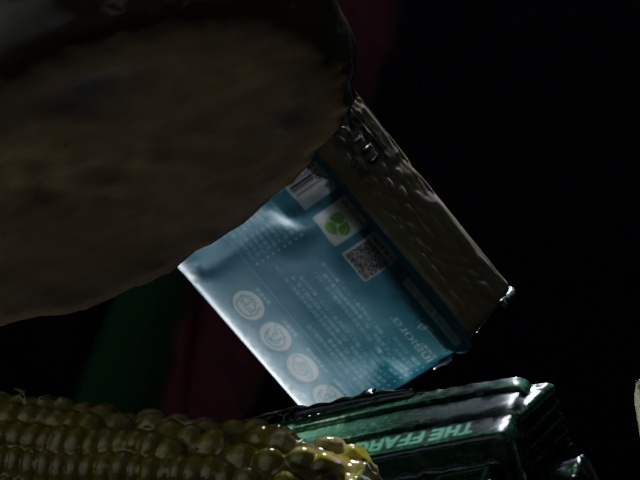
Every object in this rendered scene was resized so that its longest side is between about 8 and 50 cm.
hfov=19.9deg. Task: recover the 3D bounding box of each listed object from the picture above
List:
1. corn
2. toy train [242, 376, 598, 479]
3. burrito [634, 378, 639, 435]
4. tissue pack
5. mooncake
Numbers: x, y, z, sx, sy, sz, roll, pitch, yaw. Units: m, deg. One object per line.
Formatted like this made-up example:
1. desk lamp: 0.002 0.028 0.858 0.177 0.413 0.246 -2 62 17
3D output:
1. corn: -0.101 0.112 0.847 0.288 0.086 0.086 8 -112 14
2. toy train: -0.003 0.185 1.044 0.330 0.138 0.178 -14 -163 21
3. burrito: 0.243 0.158 1.247 0.055 0.041 0.149 114 -28 -55
4. tissue pack: 0.000 0.000 1.515 0.192 0.271 0.134 -30 -166 36
5. mooncake: -0.150 -0.106 1.059 0.324 0.324 0.187 -42 -120 34
